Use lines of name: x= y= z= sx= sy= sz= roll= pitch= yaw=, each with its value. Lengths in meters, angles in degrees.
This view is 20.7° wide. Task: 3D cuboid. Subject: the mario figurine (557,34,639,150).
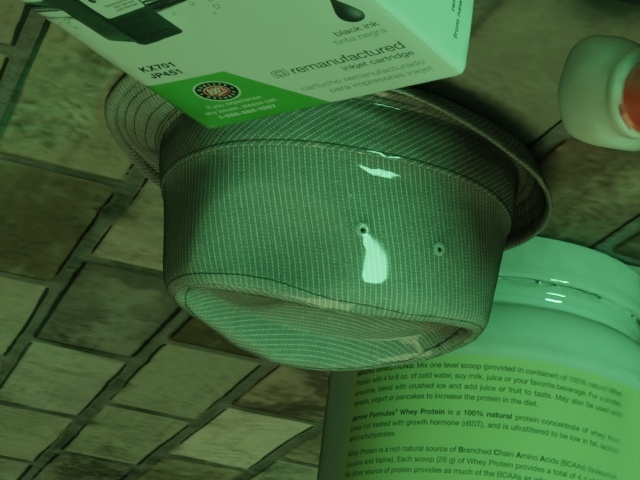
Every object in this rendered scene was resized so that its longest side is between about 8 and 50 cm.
mario figurine: x=0.229 y=-0.093 z=0.781 sx=0.198 sy=0.170 sz=0.320 roll=39 pitch=156 yaw=20

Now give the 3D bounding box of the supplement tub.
supplement tub: x=0.112 y=0.180 z=1.179 sx=0.235 sy=0.324 sz=0.235 roll=7 pitch=159 yaw=3

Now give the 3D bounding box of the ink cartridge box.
ink cartridge box: x=-0.050 y=-0.138 z=0.743 sx=0.153 sy=0.087 sz=0.208 roll=-9 pitch=153 yaw=35

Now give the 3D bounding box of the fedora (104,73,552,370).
fedora: x=0.000 y=0.000 z=1.032 sx=0.275 sy=0.124 sz=0.244 roll=19 pitch=156 yaw=-27
